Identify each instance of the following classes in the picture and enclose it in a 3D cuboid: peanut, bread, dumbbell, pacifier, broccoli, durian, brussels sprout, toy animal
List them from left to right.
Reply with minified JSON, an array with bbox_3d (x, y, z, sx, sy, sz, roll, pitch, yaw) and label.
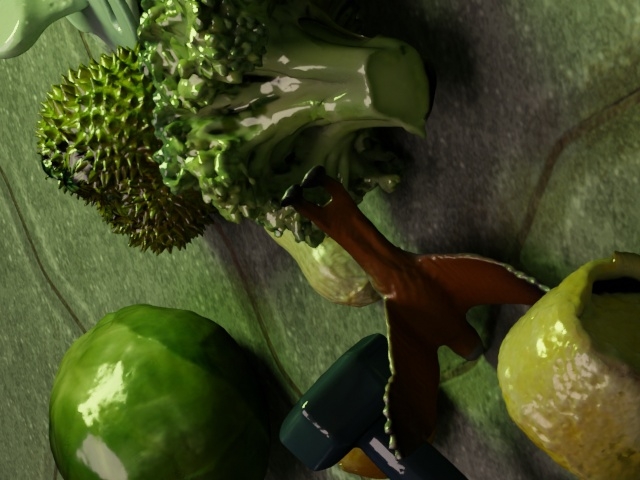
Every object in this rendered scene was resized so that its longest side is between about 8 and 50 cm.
[{"bbox_3d":[-0.343,-0.297,2.347,0.279,0.207,0.227,35,153,45],"label":"pacifier"},{"bbox_3d":[-0.224,-0.124,2.254,0.291,0.225,0.291,37,170,7],"label":"durian"},{"bbox_3d":[-0.212,0.228,2.376,0.289,0.281,0.355,52,-177,-32],"label":"brussels sprout"},{"bbox_3d":[-0.044,-0.171,1.857,0.317,0.277,0.338,-34,81,54],"label":"broccoli"},{"bbox_3d":[0.000,0.000,2.074,0.207,0.087,0.087,48,143,34],"label":"peanut"},{"bbox_3d":[0.063,0.040,1.836,0.284,0.225,0.302,45,180,-5],"label":"toy animal"},{"bbox_3d":[0.115,0.250,1.892,0.316,0.156,0.143,42,176,7],"label":"dumbbell"},{"bbox_3d":[0.262,0.122,1.635,0.197,0.197,0.170,57,137,22],"label":"bread"}]

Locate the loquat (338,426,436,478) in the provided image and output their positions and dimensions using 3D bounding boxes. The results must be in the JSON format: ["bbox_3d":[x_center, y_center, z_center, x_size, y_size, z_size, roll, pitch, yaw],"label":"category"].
[{"bbox_3d":[0.063,0.201,2.040,0.141,0.141,0.141,36,136,44],"label":"loquat"}]
